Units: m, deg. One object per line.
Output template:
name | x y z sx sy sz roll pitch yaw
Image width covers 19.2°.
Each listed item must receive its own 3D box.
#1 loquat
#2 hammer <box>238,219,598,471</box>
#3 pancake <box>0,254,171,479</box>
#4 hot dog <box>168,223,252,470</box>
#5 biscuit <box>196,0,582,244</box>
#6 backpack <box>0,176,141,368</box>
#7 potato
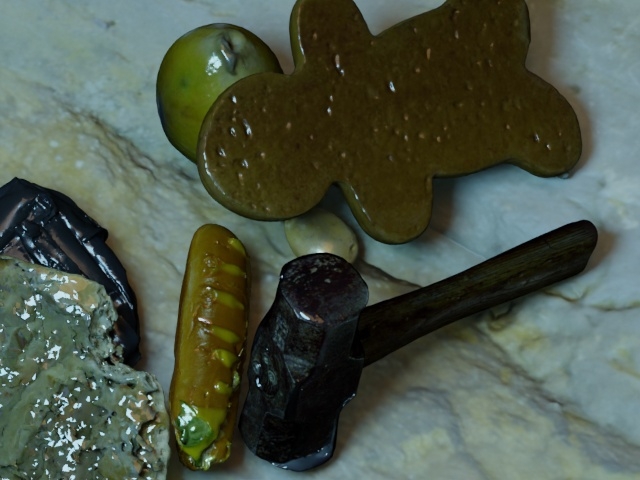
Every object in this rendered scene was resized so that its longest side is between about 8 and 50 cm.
loquat | -0.105 -0.156 2.020 0.152 0.195 0.152 6 55 -8
hammer | 0.109 0.068 1.919 0.409 0.242 0.095 -23 54 -28
pancake | -0.324 0.198 1.867 0.382 0.071 0.382 0 87 8
hot dog | -0.111 0.111 1.928 0.072 0.115 0.269 4 61 -1
biscuit | 0.058 -0.135 1.990 0.432 0.064 0.283 -22 90 -24
backpack | -0.294 0.060 1.965 0.206 0.133 0.258 -41 76 -13
potato | 0.000 0.000 2.011 0.083 0.062 0.068 52 44 -1
